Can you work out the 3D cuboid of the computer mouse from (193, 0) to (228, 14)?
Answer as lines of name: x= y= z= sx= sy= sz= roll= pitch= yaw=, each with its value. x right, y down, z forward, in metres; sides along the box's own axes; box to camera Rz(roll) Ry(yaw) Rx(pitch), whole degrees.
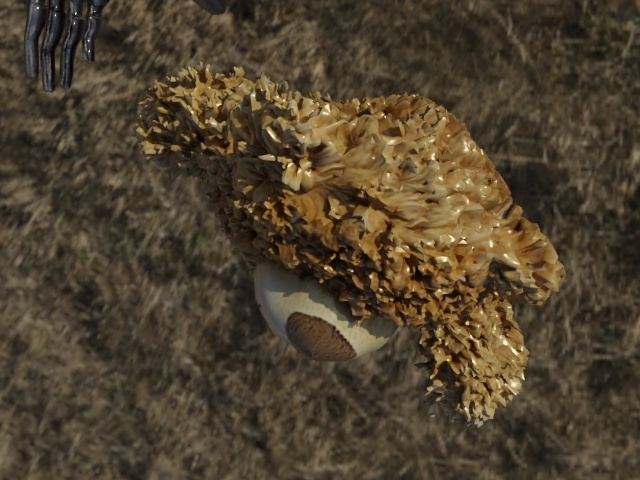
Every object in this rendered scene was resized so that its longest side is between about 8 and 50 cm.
computer mouse: x=-0.200 y=-0.404 z=1.520 sx=0.072 sy=0.188 sz=0.272 roll=-49 pitch=120 yaw=-5

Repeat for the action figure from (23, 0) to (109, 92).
action figure: x=-0.213 y=-0.117 z=0.391 sx=0.276 sy=0.140 sz=0.164 roll=12 pitch=167 yaw=25

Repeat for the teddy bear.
teddy bear: x=0.000 y=0.000 z=0.636 sx=0.113 sy=0.338 sz=0.245 roll=-40 pitch=115 yaw=-8
